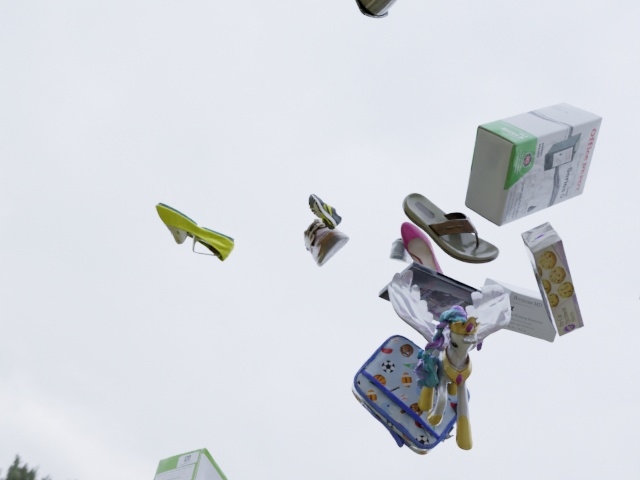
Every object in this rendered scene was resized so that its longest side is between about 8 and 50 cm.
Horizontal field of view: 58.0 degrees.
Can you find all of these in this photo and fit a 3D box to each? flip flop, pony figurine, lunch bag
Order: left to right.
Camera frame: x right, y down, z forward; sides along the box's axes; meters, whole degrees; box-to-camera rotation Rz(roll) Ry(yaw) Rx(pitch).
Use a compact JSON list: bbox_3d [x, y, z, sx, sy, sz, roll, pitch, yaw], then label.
[{"bbox_3d":[0.247,0.429,1.594,0.303,0.243,0.114,39,-27,19],"label":"lunch bag"},{"bbox_3d":[0.325,-0.041,1.443,0.277,0.112,0.080,43,-42,22],"label":"flip flop"},{"bbox_3d":[0.314,0.254,1.388,0.303,0.351,0.363,2,-63,2],"label":"pony figurine"}]

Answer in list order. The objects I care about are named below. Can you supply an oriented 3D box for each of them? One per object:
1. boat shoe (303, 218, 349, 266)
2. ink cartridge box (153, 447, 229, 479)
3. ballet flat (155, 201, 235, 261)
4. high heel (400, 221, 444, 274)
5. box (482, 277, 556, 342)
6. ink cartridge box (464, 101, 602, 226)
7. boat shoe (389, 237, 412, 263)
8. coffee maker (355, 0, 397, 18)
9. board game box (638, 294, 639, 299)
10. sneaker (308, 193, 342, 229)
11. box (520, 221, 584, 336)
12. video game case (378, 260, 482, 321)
[{"bbox_3d":[0.000,0.000,1.682,0.116,0.123,0.324,47,-7,1],"label":"boat shoe"},{"bbox_3d":[-0.212,0.507,0.944,0.097,0.255,0.188,-19,-63,12],"label":"ink cartridge box"},{"bbox_3d":[-0.323,-0.014,1.461,0.231,0.077,0.077,29,-15,-28],"label":"ballet flat"},{"bbox_3d":[0.310,0.050,1.767,0.082,0.117,0.243,-24,-95,13],"label":"high heel"},{"bbox_3d":[0.590,0.203,1.719,0.181,0.182,0.118,16,-84,-9],"label":"box"},{"bbox_3d":[0.494,-0.182,1.341,0.121,0.289,0.211,42,-37,45],"label":"ink cartridge box"},{"bbox_3d":[0.275,0.032,1.938,0.080,0.081,0.227,14,0,10],"label":"boat shoe"},{"bbox_3d":[0.139,-0.596,1.232,0.171,0.120,0.178,50,-39,-9],"label":"coffee maker"},{"bbox_3d":[0.705,-0.034,0.952,0.234,0.346,0.078,16,-3,22],"label":"board game box"},{"bbox_3d":[0.009,-0.058,1.123,0.083,0.035,0.031,53,-38,7],"label":"sneaker"},{"bbox_3d":[0.508,0.091,1.251,0.067,0.063,0.324,-25,-49,11],"label":"box"},{"bbox_3d":[0.330,0.162,1.636,0.275,0.026,0.196,22,-37,-13],"label":"video game case"}]
